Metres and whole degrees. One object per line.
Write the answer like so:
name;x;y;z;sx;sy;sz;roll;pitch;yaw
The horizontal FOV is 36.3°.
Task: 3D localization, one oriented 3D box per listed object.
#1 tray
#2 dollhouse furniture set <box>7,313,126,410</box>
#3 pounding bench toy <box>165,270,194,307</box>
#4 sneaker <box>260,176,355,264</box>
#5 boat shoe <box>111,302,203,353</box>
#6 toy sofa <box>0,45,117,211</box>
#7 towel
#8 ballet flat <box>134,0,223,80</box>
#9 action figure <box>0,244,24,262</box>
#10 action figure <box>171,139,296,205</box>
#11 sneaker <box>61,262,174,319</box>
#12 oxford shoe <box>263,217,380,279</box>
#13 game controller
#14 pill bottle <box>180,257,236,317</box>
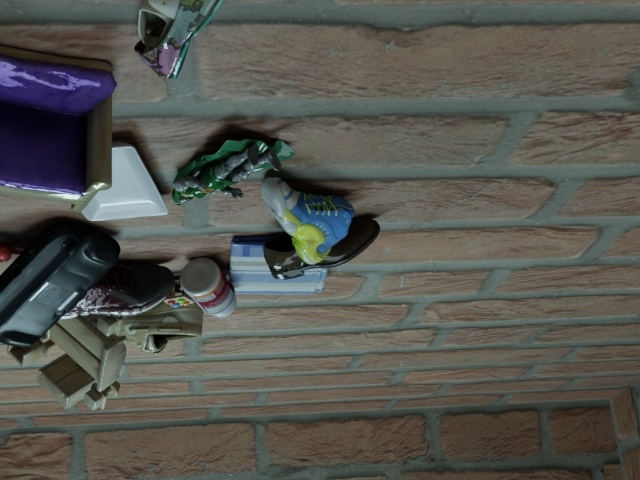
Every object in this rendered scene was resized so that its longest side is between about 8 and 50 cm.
tray;-0.340;-0.098;1.571;0.145;0.030;0.270;-6;159;1
dollhouse furniture set;-0.528;0.184;2.182;0.174;0.303;0.355;-33;152;-45
pounding bench toy;-0.286;0.104;2.066;0.083;0.065;0.052;-11;158;16
sneaker;-0.016;-0.059;1.702;0.126;0.091;0.240;-35;147;-4
boat shoe;-0.402;0.213;2.285;0.302;0.098;0.109;-15;157;27
toy sofa;-0.446;-0.151;1.238;0.363;0.150;0.177;8;157;-29
towel;-0.085;0.052;2.020;0.209;0.034;0.285;0;157;-5
ballet flat;-0.169;-0.261;1.131;0.079;0.076;0.221;24;151;-16
action figure;-0.652;0.069;1.867;0.280;0.091;0.139;-20;148;38
action figure;-0.164;-0.102;1.561;0.137;0.063;0.232;11;158;-42
sneaker;-0.440;0.079;1.926;0.282;0.106;0.162;-11;148;1
oxford shoe;0.000;0.000;1.831;0.227;0.082;0.096;-20;131;4
game controller;-0.519;0.088;1.824;0.319;0.067;0.166;-41;149;19
pill bottle;-0.227;0.103;2.025;0.086;0.086;0.152;-8;152;10
